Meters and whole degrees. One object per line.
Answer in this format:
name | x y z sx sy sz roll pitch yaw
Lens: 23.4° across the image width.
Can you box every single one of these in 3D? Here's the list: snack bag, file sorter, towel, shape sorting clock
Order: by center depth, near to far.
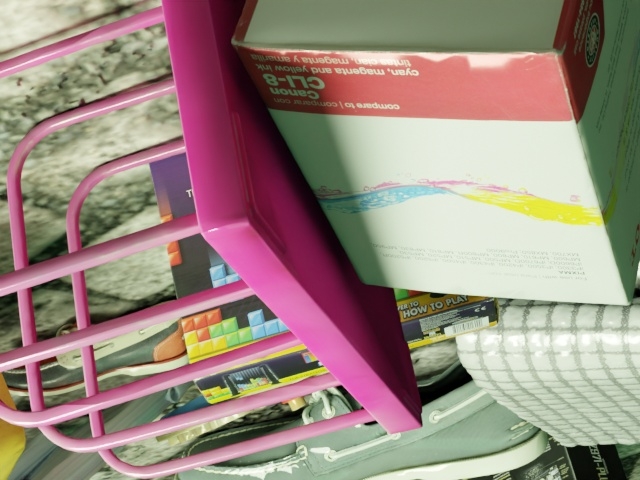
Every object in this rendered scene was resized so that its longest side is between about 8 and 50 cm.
file sorter | -0.087 -0.022 0.711 0.182 0.202 0.291 -16 156 10
snack bag | -0.264 0.209 1.106 0.342 0.037 0.323 -33 -176 32
towel | 0.249 0.063 1.106 0.235 0.121 0.283 -5 160 26
shape sorting clock | -0.025 0.105 1.137 0.206 0.040 0.206 -27 174 -3

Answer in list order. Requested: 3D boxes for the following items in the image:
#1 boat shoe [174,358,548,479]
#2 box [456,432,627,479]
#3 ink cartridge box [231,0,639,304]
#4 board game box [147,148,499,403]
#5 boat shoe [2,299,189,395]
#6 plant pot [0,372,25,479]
boat shoe | 0.028 0.152 1.303 0.319 0.116 0.099 -9 112 4
box | 0.200 0.241 1.485 0.077 0.147 0.180 8 146 -40
ink cartridge box | 0.065 -0.071 0.631 0.127 0.128 0.176 4 149 23
board game box | 0.000 0.000 0.870 0.170 0.141 0.048 -16 157 2
boat shoe | -0.156 0.073 1.058 0.137 0.049 0.043 -11 113 -3
plant pot | -0.288 0.101 0.871 0.187 0.212 0.212 -16 159 -30
